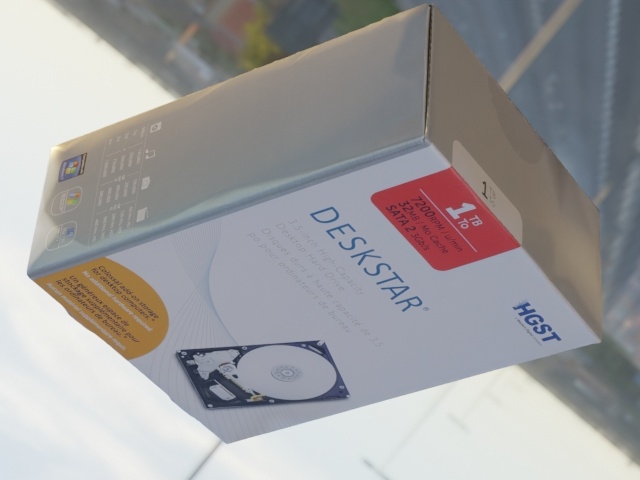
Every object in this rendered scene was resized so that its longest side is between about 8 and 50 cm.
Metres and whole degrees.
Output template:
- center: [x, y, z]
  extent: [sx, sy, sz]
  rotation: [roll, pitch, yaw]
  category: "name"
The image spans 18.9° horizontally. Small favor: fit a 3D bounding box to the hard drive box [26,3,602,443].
- center: [0.000, 0.000, 0.977]
  extent: [0.181, 0.232, 0.089]
  rotation: [45, -142, -40]
  category: "hard drive box"
